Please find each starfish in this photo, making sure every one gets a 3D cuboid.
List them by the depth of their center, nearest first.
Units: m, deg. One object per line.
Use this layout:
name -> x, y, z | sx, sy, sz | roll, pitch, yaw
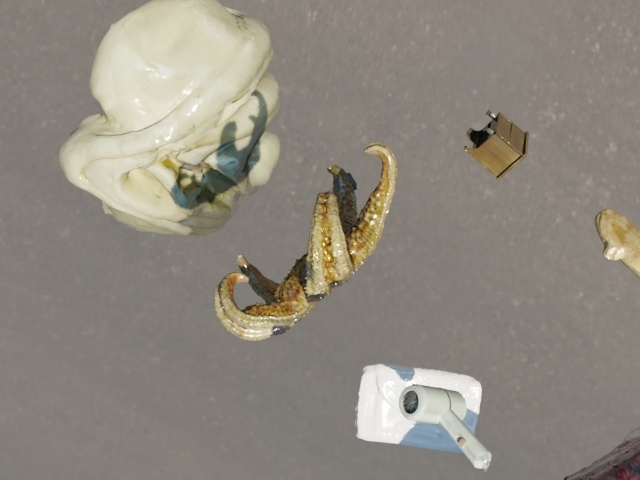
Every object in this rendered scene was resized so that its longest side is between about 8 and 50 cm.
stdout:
starfish -> 0.000, -0.002, 0.690 | 0.074, 0.146, 0.190 | 46, 112, -2

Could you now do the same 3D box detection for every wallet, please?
wallet -> 0.145, 0.252, 1.324 | 0.183, 0.032, 0.124 | 8, 95, 2

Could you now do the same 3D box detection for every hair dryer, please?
hair dryer -> 0.163, 0.233, 1.089 | 0.082, 0.137, 0.047 | 15, 112, -38

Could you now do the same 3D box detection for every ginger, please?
ginger -> 0.516, 0.071, 1.220 | 0.334, 0.148, 0.081 | 40, 171, 11

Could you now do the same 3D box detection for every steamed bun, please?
steamed bun -> -0.176, -0.150, 1.214 | 0.247, 0.339, 0.352 | 37, 99, 8

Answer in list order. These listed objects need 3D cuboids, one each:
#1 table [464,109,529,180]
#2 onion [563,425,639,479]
table -> 0.300, -0.168, 1.509 | 0.082, 0.083, 0.070 | 37, 127, -11
onion -> 0.286, 0.167, 0.580 | 0.349, 0.159, 0.267 | -44, 158, 26
